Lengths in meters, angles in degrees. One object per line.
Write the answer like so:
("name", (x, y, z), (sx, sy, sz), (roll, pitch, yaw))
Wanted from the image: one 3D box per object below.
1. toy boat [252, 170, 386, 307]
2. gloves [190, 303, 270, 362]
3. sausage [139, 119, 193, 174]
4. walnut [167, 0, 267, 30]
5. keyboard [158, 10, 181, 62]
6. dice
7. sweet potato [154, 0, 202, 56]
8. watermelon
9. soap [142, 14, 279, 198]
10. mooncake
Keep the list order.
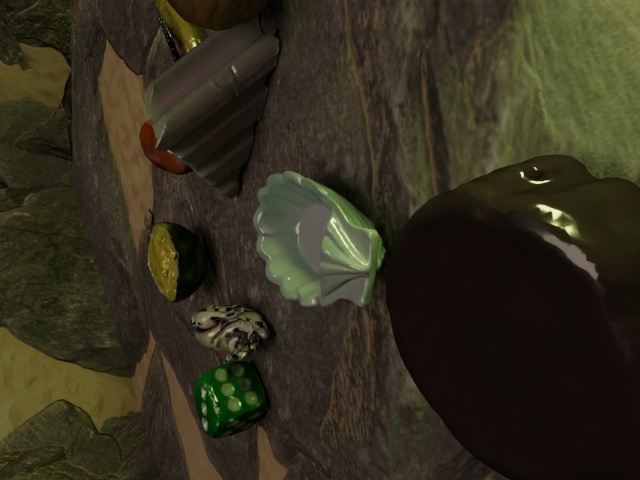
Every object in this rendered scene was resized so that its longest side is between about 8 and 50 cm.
("toy boat", (0.000, 0.000, 0.730), (0.290, 0.100, 0.200), (27, 120, 52))
("gloves", (-0.188, 0.194, 1.061), (0.212, 0.111, 0.128), (-1, 92, 28))
("sausage", (-0.367, -0.234, 1.205), (0.258, 0.133, 0.133), (25, 118, 47))
("walnut", (-0.162, -0.448, 0.753), (0.261, 0.224, 0.225), (-151, 56, -77))
("keyboard", (-0.350, -0.455, 1.142), (0.074, 0.015, 0.196), (60, 170, 3))
("dice", (-0.201, 0.354, 1.086), (0.128, 0.130, 0.120), (61, 139, 30))
("sweet potato", (-0.319, -0.492, 1.126), (0.274, 0.075, 0.075), (61, 142, 20))
("watermelon", (-0.369, 0.048, 1.265), (0.232, 0.127, 0.204), (37, 127, 44))
("soap", (-0.170, -0.266, 0.977), (0.302, 0.258, 0.159), (-36, 57, 5))
("mooncake", (0.189, 0.071, 0.428), (0.283, 0.141, 0.283), (39, 137, 47))
